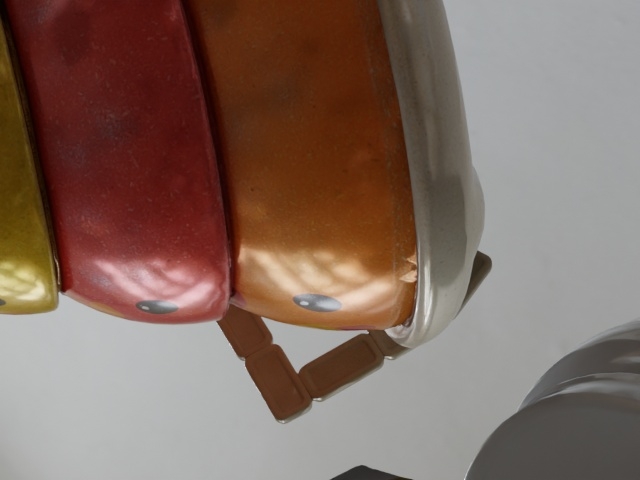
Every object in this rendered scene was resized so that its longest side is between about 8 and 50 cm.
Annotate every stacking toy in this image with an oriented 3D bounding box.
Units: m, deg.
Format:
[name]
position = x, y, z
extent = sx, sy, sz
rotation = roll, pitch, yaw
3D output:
[stacking toy]
position = -0.166, -0.062, 1.190
extent = 0.480, 0.350, 0.351
rotation = -13, -102, -7

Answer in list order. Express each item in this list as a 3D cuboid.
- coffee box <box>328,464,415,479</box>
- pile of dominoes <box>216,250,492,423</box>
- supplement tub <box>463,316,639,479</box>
[coffee box]
position = 0.011, 0.126, 0.382
extent = 0.098, 0.141, 0.246
rotation = 65, -17, -7
[pile of dominoes]
position = 0.000, 0.000, 1.416
extent = 0.196, 0.040, 0.251
rotation = -28, -121, -7
[supplement tub]
position = 0.247, 0.142, 1.110
extent = 0.235, 0.325, 0.235
rotation = 10, -73, 36
